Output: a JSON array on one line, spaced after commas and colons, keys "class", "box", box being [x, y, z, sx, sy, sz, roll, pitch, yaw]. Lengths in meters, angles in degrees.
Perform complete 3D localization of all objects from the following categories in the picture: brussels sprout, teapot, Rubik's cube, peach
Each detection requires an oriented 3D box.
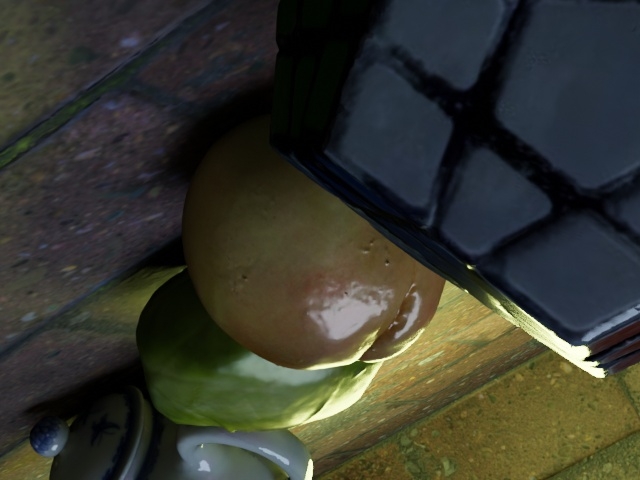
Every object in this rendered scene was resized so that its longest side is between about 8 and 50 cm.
[{"class": "brussels sprout", "box": [-0.050, 0.082, 0.949, 0.223, 0.161, 0.223, -25, 156, -12]}, {"class": "teapot", "box": [-0.172, 0.247, 1.179, 0.280, 0.252, 0.424, 32, 143, -27]}, {"class": "Rubik's cube", "box": [0.126, -0.097, 0.505, 0.264, 0.319, 0.319, -54, 162, -1]}, {"class": "peach", "box": [0.000, 0.000, 0.764, 0.184, 0.184, 0.184, -24, 163, -8]}]
